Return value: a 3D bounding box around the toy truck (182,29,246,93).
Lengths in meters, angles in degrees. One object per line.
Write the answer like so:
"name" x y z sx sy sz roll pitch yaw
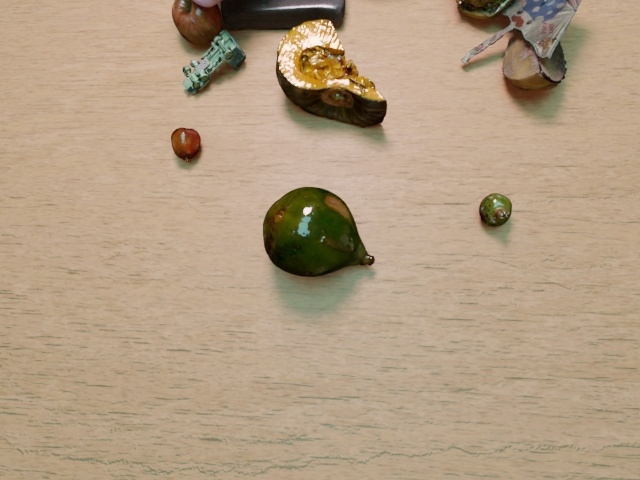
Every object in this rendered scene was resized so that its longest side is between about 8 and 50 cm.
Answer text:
"toy truck" -0.271 -0.442 1.108 0.175 0.081 0.067 -39 74 14

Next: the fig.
"fig" 0.000 0.000 0.921 0.244 0.195 0.195 33 79 -23

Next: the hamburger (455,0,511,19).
"hamburger" 0.406 -0.635 1.039 0.185 0.131 0.159 -46 54 -3

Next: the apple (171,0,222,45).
"apple" -0.315 -0.574 1.119 0.125 0.102 0.126 -2 85 18

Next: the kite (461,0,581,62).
"kite" 0.471 -0.515 1.010 0.314 0.011 0.336 -29 46 20

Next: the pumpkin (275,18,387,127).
"pumpkin" 0.038 -0.397 1.027 0.280 0.139 0.190 15 78 7

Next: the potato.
"potato" 0.503 -0.425 1.031 0.120 0.100 0.261 29 57 -26

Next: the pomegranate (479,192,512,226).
"pomegranate" 0.378 -0.060 0.939 0.073 0.073 0.085 8 47 7

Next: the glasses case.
"glasses case" -0.096 -0.624 1.129 0.322 0.074 0.131 1 74 5

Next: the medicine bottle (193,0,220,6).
"medicine bottle" -0.170 -0.737 1.016 0.219 0.219 0.388 40 69 13

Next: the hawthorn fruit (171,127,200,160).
"hawthorn fruit" -0.326 -0.236 1.054 0.077 0.077 0.077 -1 75 5
